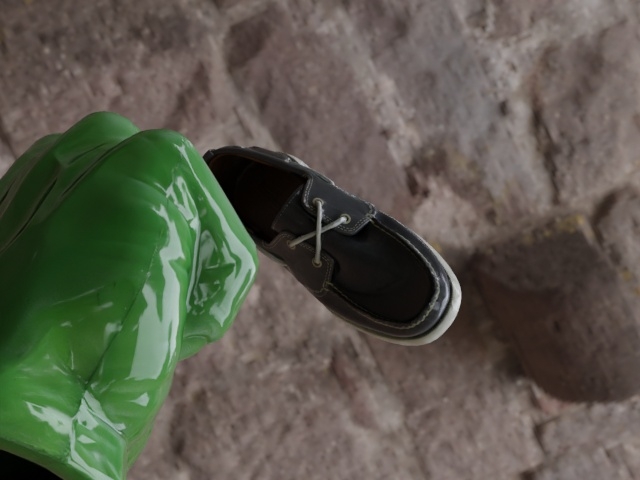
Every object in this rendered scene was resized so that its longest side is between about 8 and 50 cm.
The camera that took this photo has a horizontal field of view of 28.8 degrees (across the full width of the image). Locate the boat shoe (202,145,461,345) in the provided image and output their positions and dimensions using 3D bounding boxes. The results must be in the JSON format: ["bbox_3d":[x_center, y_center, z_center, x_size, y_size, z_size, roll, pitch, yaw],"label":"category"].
[{"bbox_3d":[0.000,0.000,0.883,0.233,0.084,0.079,37,7,37],"label":"boat shoe"}]

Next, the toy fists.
[{"bbox_3d":[-0.113,0.059,0.458,0.279,0.096,0.142,-44,-154,50],"label":"toy fists"}]
